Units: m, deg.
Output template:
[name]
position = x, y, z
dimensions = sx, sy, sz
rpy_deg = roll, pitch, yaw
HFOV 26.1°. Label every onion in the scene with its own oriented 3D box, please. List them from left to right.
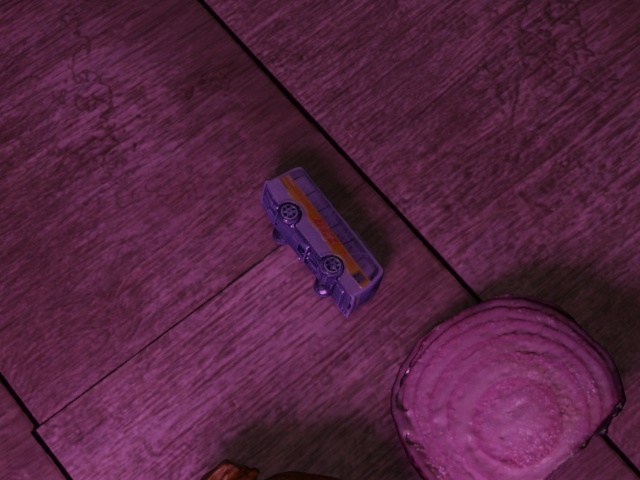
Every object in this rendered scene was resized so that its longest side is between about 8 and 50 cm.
[onion]
position = 0.212, 0.196, 1.579
dimensions = 0.250, 0.111, 0.247
rpy_deg = -37, 49, -4

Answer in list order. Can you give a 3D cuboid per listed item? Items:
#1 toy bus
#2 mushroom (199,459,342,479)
[toy bus]
position = 0.000, 0.000, 1.681
dimensions = 0.075, 0.064, 0.190
rpy_deg = -31, 70, -25
[mushroom]
position = -0.043, 0.358, 1.453
dimensions = 0.283, 0.195, 0.263
rpy_deg = 39, 78, 15
